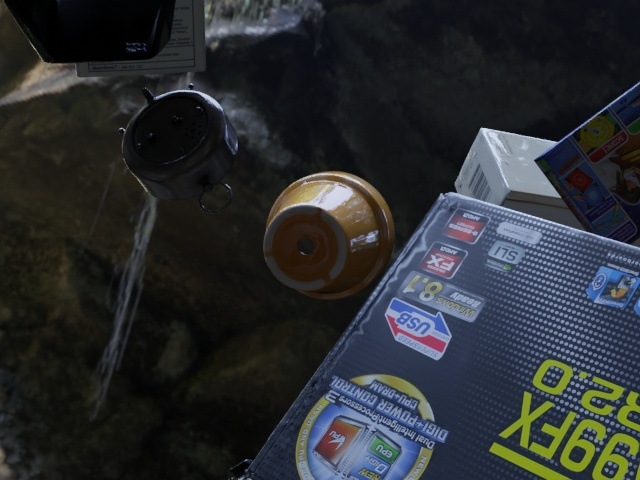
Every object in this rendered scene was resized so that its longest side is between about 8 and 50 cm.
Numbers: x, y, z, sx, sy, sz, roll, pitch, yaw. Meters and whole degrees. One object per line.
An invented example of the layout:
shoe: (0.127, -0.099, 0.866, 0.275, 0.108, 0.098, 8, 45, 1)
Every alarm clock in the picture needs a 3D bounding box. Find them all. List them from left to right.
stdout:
alarm clock: (-0.156, -0.101, 1.095, 0.129, 0.192, 0.064, -34, -30, -4)

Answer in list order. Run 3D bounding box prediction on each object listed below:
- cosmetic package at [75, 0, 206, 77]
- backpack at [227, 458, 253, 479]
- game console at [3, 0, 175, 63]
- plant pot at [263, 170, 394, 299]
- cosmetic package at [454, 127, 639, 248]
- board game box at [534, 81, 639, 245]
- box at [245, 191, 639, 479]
cosmetic package: (-0.205, -0.339, 1.025, 0.153, 0.129, 0.296, -3, -53, -11)
backpack: (-0.102, 0.362, 0.915, 0.225, 0.253, 0.191, -28, -86, 15)
game console: (-0.144, -0.311, 0.691, 0.043, 0.213, 0.361, 13, -75, 12)
plant pot: (0.000, 0.000, 1.463, 0.205, 0.188, 0.205, 2, -83, 13)
cosmetic package: (0.370, -0.054, 1.380, 0.309, 0.160, 0.113, 7, -51, -17)
board game box: (0.354, -0.094, 1.027, 0.201, 0.035, 0.136, -36, -92, -2)
box: (0.125, 0.101, 0.496, 0.270, 0.216, 0.060, 21, -25, 39)
